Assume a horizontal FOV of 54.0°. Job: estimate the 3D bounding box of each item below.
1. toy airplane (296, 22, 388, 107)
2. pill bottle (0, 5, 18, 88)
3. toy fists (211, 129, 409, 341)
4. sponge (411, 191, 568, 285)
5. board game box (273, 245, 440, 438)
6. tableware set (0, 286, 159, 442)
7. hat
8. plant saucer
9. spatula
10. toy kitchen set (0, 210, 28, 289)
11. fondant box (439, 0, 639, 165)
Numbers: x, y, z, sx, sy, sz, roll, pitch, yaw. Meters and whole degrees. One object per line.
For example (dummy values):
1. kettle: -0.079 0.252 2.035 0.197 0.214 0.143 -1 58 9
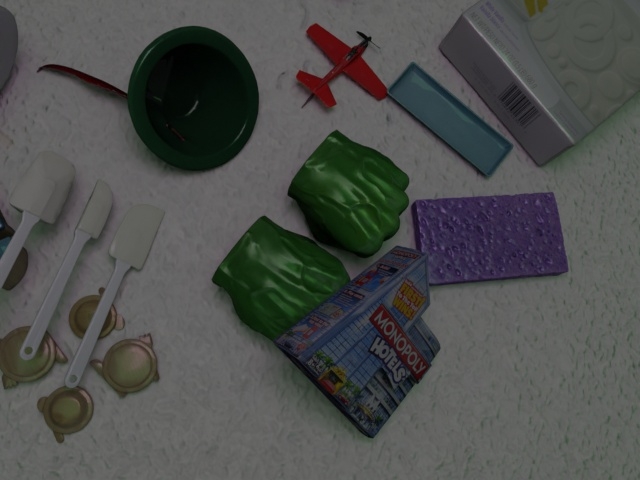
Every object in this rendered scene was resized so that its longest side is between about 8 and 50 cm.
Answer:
1. toy airplane: 0.023 -0.242 0.884 0.151 0.028 0.151 2 77 -11
2. pill bottle: -0.522 -0.269 0.720 0.301 0.169 0.169 23 74 -4
3. toy fists: 0.000 0.000 0.792 0.142 0.096 0.279 37 75 8
4. sponge: 0.232 -0.003 0.865 0.210 0.031 0.117 -4 78 -11
5. board game box: 0.074 0.113 0.747 0.194 0.060 0.194 -48 122 -15
6. tableware set: -0.285 0.142 0.744 0.168 0.020 0.141 -31 85 -17
7. hat: -0.211 -0.206 0.837 0.173 0.183 0.208 -53 132 -10
8. plant saucer: 0.185 -0.172 0.903 0.192 0.018 0.067 40 74 1
9. spatula: -0.298 0.031 0.727 0.168 0.019 0.242 32 64 -31
10. toy kitchen set: -0.453 -0.021 0.698 0.166 0.122 0.207 -28 83 -15
11. fondant box: 0.378 -0.302 0.928 0.330 0.096 0.238 -38 86 -17
